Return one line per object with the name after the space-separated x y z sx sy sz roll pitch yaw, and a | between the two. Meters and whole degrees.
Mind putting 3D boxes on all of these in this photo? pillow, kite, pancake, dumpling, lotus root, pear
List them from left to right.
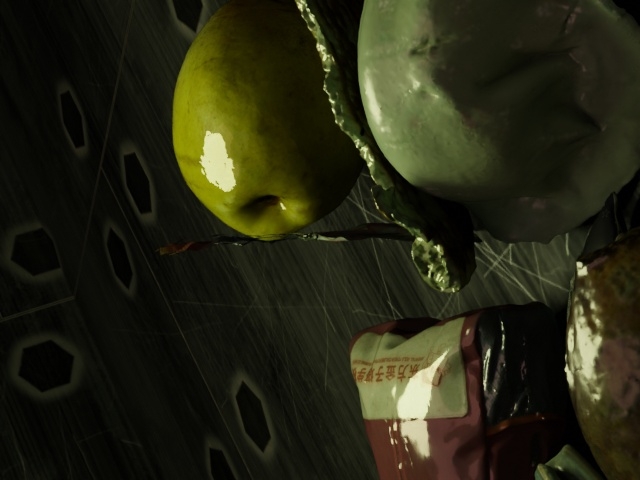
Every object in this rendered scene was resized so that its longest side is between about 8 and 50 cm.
-0.057 -0.157 1.759 0.253 0.252 0.307 108 171 -52 | pear
0.000 -0.004 1.626 0.204 0.360 0.022 -161 67 -73 | kite
0.065 -0.118 1.534 0.067 0.305 0.427 -30 64 20 | pancake
0.164 -0.173 1.355 0.270 0.320 0.212 -33 49 23 | dumpling
0.276 0.070 1.409 0.208 0.055 0.141 91 177 -53 | pillow
0.339 0.135 1.237 0.314 0.210 0.142 61 168 -8 | lotus root

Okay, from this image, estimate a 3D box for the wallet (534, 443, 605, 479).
0.317 0.385 1.462 0.252 0.083 0.360 57 171 54 | wallet

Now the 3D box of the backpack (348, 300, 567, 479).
0.170 0.233 1.598 0.283 0.197 0.317 -17 80 63 | backpack
